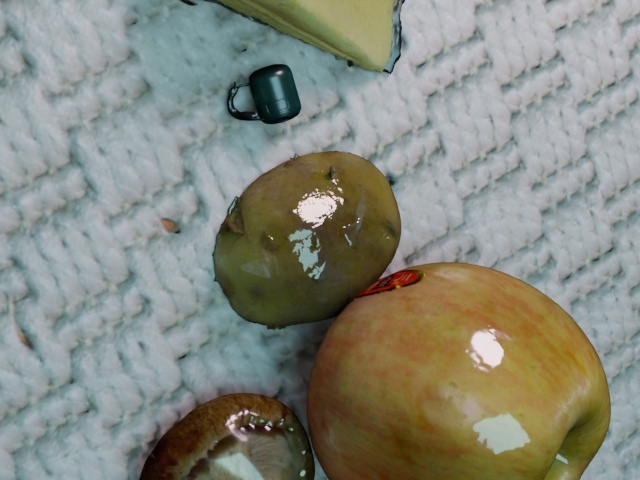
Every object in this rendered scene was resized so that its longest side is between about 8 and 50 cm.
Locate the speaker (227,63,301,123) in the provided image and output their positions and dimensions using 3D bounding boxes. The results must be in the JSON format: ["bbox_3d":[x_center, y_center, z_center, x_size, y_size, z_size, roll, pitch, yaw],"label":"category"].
[{"bbox_3d":[-0.076,-0.192,1.266,0.095,0.060,0.075,-22,107,-19],"label":"speaker"}]

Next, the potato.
[{"bbox_3d":[0.000,0.000,1.315,0.299,0.116,0.239,-28,106,-19],"label":"potato"}]

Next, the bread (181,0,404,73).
[{"bbox_3d":[-0.054,-0.445,1.249,0.405,0.242,0.345,12,91,-59],"label":"bread"}]

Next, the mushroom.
[{"bbox_3d":[-0.118,0.342,1.284,0.267,0.254,0.267,4,74,-14],"label":"mushroom"}]

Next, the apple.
[{"bbox_3d":[0.194,0.223,1.285,0.392,0.347,0.391,-21,122,-39],"label":"apple"}]
